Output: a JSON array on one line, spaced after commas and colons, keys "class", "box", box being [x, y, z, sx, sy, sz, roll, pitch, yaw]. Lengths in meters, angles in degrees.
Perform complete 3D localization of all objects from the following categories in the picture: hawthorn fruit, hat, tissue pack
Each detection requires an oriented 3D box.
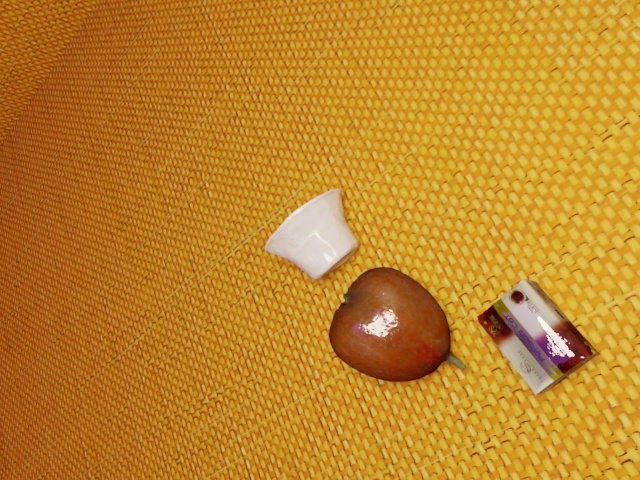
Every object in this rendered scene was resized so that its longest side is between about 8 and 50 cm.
[{"class": "hawthorn fruit", "box": [0.143, 0.167, 0.972, 0.251, 0.199, 0.199, 28, 101, 22]}, {"class": "hat", "box": [0.000, 0.000, 1.114, 0.203, 0.203, 0.126, -45, 79, 23]}, {"class": "tissue pack", "box": [0.344, 0.152, 0.864, 0.106, 0.099, 0.149, -47, 59, 22]}]
